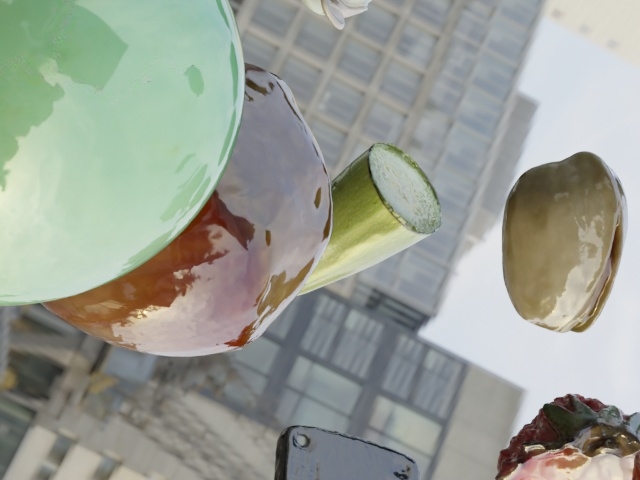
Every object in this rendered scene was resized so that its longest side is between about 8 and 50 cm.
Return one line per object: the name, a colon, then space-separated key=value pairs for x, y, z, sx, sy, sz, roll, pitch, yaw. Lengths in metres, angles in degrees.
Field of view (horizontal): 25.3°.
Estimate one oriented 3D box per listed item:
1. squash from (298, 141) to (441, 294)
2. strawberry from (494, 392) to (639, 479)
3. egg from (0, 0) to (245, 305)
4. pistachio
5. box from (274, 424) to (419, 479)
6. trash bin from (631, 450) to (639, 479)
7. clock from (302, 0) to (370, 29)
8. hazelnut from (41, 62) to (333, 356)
squash: x=0.000 y=0.000 z=1.266 sx=0.224 sy=0.094 sz=0.094 roll=-32 pitch=-154 yaw=36
strawberry: x=0.257 y=0.252 z=1.445 sx=0.111 sy=0.190 sz=0.236 roll=-90 pitch=-171 yaw=-58
egg: x=-0.165 y=-0.078 z=0.709 sx=0.270 sy=0.220 sz=0.220 roll=3 pitch=-124 yaw=33
pistachio: x=0.201 y=0.002 z=1.161 sx=0.113 sy=0.113 sz=0.149 roll=-153 pitch=-119 yaw=-82
box: x=0.021 y=0.209 z=1.119 sx=0.027 sy=0.126 sz=0.125 roll=129 pitch=-29 yaw=-49
trash bin: x=0.317 y=0.298 z=1.139 sx=0.184 sy=0.161 sz=0.238 roll=-95 pitch=-179 yaw=-69
clock: x=0.006 y=-0.323 z=1.607 sx=0.062 sy=0.151 sz=0.191 roll=-18 pitch=-151 yaw=24
hazelnut: x=-0.094 y=-0.016 z=0.960 sx=0.210 sy=0.186 sz=0.210 roll=-32 pitch=-135 yaw=39
